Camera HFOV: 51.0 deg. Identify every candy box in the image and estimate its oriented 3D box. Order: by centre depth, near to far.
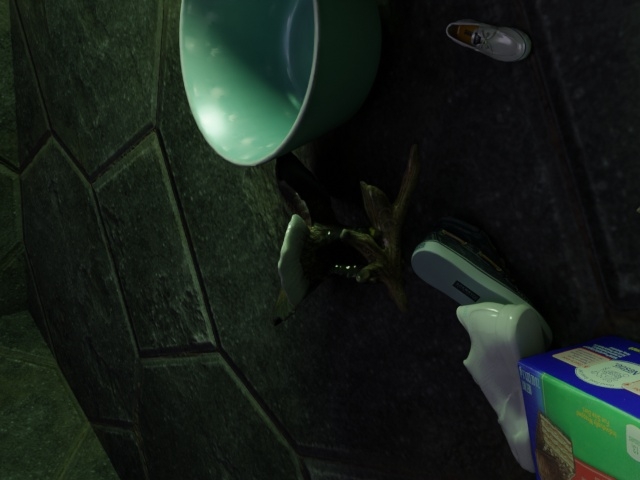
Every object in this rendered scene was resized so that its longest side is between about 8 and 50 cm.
[{"bbox_3d":[0.300,0.270,0.571,0.268,0.122,0.318,-161,59,-78],"label":"candy box"}]

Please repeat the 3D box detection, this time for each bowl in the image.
[{"bbox_3d":[-0.040,-0.255,0.864,0.311,0.163,0.312,16,110,49],"label":"bowl"}]

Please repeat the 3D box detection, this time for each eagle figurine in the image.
[{"bbox_3d":[0.008,0.005,0.877,0.225,0.226,0.298,49,159,-28],"label":"eagle figurine"}]

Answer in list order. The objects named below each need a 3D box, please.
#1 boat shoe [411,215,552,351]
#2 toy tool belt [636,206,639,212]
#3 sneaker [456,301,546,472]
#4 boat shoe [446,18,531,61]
[{"bbox_3d":[0.195,0.045,0.764,0.183,0.083,0.065,39,138,2],"label":"boat shoe"},{"bbox_3d":[0.319,-0.019,0.578,0.083,0.052,0.051,-24,92,53],"label":"toy tool belt"},{"bbox_3d":[0.205,0.158,0.746,0.094,0.080,0.212,4,119,44],"label":"sneaker"},{"bbox_3d":[0.175,-0.213,0.711,0.100,0.035,0.035,39,131,40],"label":"boat shoe"}]
